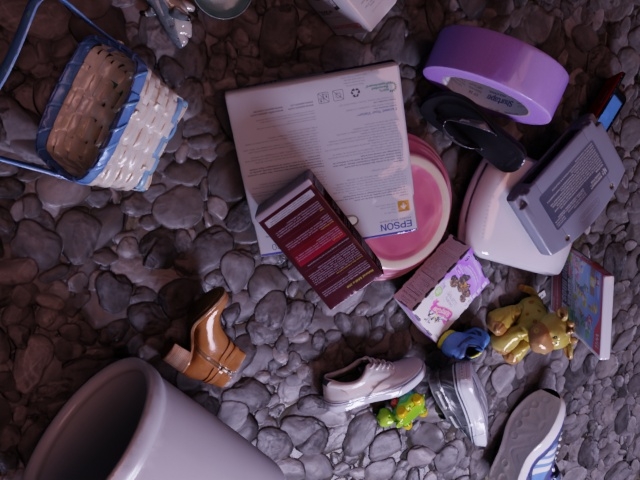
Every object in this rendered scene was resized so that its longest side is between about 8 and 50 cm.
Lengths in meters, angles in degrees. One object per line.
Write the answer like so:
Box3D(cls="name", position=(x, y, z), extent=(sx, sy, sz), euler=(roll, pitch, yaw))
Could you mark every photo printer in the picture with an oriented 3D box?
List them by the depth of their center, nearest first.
Box3D(cls="photo printer", position=(0.468, -0.066, 1.537), extent=(0.307, 0.107, 0.256), euler=(15, 97, -27))

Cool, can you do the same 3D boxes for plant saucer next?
Box3D(cls="plant saucer", position=(-0.180, -0.461, 1.178), extent=(0.119, 0.021, 0.120), euler=(-7, 107, -24))
Box3D(cls="plant saucer", position=(0.152, -0.067, 1.406), extent=(0.331, 0.084, 0.333), euler=(-6, 106, -23))

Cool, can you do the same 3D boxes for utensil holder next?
Box3D(cls="utensil holder", position=(-0.292, 0.459, 1.212), extent=(0.328, 0.327, 0.385), euler=(-47, 119, -6))

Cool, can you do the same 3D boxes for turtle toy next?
Box3D(cls="turtle toy", position=(0.195, 0.404, 1.563), extent=(0.130, 0.066, 0.095), euler=(-35, 139, -10))

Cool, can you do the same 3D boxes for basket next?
Box3D(cls="basket", position=(-0.379, -0.208, 1.037), extent=(0.255, 0.201, 0.289), euler=(-61, 149, 0))

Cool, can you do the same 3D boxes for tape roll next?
Box3D(cls="tape roll", position=(0.349, -0.329, 1.315), extent=(0.274, 0.274, 0.090), euler=(22, 94, -28))

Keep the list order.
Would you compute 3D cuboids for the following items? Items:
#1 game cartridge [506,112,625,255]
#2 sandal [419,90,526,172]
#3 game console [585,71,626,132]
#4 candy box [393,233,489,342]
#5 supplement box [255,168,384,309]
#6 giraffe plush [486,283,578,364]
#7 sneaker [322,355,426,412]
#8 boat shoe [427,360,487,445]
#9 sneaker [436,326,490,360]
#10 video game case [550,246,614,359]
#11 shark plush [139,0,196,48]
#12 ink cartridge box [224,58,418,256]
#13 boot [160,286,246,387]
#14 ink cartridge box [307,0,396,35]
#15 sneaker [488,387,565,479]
Box3D(cls="game cartridge", position=(0.562, -0.118, 1.480), extent=(0.297, 0.062, 0.198), euler=(-45, 118, -14))
Box3D(cls="sandal", position=(0.325, -0.230, 1.387), extent=(0.254, 0.097, 0.054), euler=(32, 49, 1))
Box3D(cls="game console", position=(0.707, -0.319, 1.594), extent=(0.085, 0.124, 0.144), euler=(31, 90, -2))
Box3D(cls="candy box", position=(0.279, 0.112, 1.494), extent=(0.196, 0.070, 0.165), euler=(-47, 137, -6))
Box3D(cls="supplement box", position=(0.000, 0.000, 1.245), extent=(0.130, 0.073, 0.239), euler=(-34, 107, 12))
Box3D(cls="giraffe plush", position=(0.542, 0.223, 1.615), extent=(0.210, 0.170, 0.181), euler=(-49, 117, -6))
Box3D(cls="sneaker", position=(0.125, 0.309, 1.489), extent=(0.257, 0.094, 0.091), euler=(-18, 115, -19))
Box3D(cls="boat shoe", position=(0.340, 0.397, 1.605), extent=(0.119, 0.121, 0.335), euler=(-7, 134, 20))
Box3D(cls="sneaker", position=(0.361, 0.256, 1.562), extent=(0.209, 0.082, 0.069), euler=(7, 112, -50))
Box3D(cls="video game case", position=(0.620, 0.130, 1.568), extent=(0.025, 0.285, 0.204), euler=(-5, 107, -2))
Box3D(cls="shark plush", position=(-0.287, -0.406, 1.129), extent=(0.161, 0.073, 0.067), euler=(31, 120, -33))
Box3D(cls="ink cartridge box", position=(0.008, -0.154, 1.263), extent=(0.323, 0.071, 0.331), euler=(-9, 112, 2))
Box3D(cls="boot", position=(-0.208, 0.198, 1.321), extent=(0.152, 0.073, 0.197), euler=(35, 100, -27))
Box3D(cls="ink cartridge box", position=(0.022, -0.479, 1.194), extent=(0.203, 0.148, 0.086), euler=(42, 84, -27))
Box3D(cls="sneaker", position=(0.599, 0.576, 1.777), extent=(0.236, 0.130, 0.323), euler=(33, 84, -38))
